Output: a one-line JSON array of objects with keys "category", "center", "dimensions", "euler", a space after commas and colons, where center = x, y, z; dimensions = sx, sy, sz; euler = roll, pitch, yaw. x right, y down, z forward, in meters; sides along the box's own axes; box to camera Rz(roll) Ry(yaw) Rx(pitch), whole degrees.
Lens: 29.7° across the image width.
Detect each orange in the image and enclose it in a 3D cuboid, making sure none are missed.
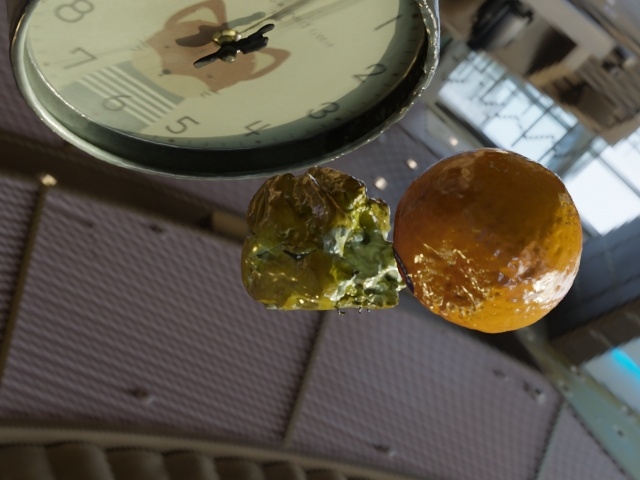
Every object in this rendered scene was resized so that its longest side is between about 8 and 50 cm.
[{"category": "orange", "center": [0.155, -0.001, 1.119], "dimensions": [0.155, 0.177, 0.177], "euler": [-24, -113, -36]}]

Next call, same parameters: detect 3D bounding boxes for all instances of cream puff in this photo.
[{"category": "cream puff", "center": [-0.005, 0.000, 1.437], "dimensions": [0.195, 0.195, 0.221], "euler": [53, -162, 22]}]

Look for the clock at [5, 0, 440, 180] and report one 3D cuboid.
[{"category": "clock", "center": [-0.070, -0.152, 0.897], "dimensions": [0.325, 0.325, 0.067], "euler": [22, -129, -41]}]
